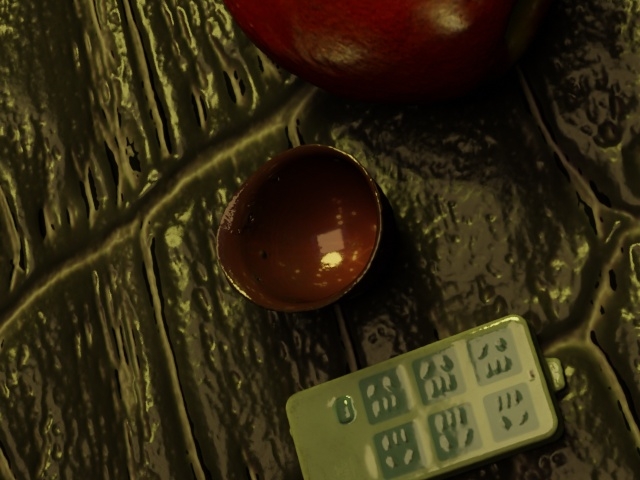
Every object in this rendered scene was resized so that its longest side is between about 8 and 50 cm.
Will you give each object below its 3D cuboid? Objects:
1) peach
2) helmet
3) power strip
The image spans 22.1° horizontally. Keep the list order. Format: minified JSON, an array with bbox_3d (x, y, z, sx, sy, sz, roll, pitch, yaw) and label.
[{"bbox_3d":[0.046,-0.269,1.471,0.338,0.281,0.281,29,91,23],"label":"peach"},{"bbox_3d":[0.000,0.000,1.518,0.175,0.106,0.155,-23,70,22],"label":"helmet"},{"bbox_3d":[0.091,0.161,1.486,0.270,0.046,0.118,-22,73,17],"label":"power strip"}]
